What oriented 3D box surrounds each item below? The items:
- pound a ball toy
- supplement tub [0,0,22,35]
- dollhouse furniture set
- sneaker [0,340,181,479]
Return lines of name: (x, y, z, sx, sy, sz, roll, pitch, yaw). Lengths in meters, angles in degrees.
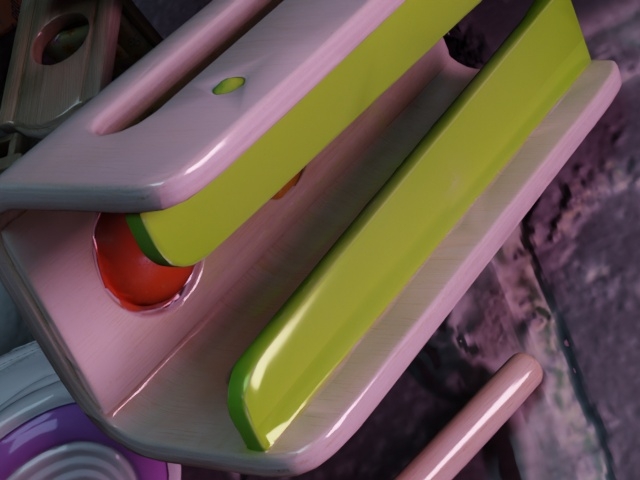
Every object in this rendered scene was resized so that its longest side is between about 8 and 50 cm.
pound a ball toy: (0.000, 0.000, 0.571, 0.135, 0.208, 0.319, 2, 38, 41)
supplement tub: (-0.339, -0.141, 0.835, 0.316, 0.193, 0.194, -16, 51, 26)
dollhouse furniture set: (-0.164, -0.071, 0.705, 0.161, 0.182, 0.101, -14, 53, 21)
sneaker: (-0.184, 0.156, 0.630, 0.305, 0.114, 0.152, -39, 22, 5)
